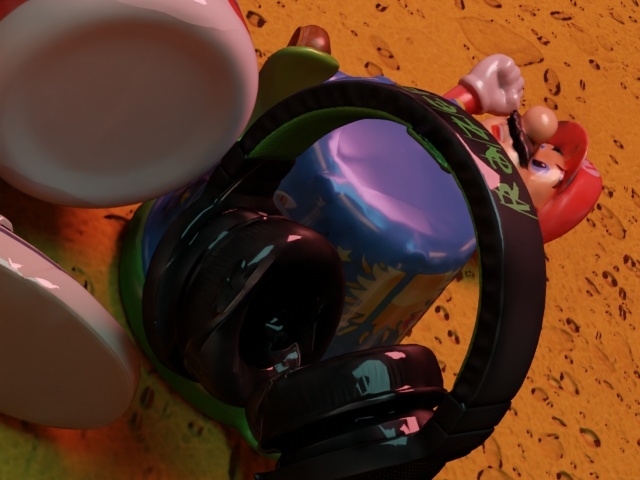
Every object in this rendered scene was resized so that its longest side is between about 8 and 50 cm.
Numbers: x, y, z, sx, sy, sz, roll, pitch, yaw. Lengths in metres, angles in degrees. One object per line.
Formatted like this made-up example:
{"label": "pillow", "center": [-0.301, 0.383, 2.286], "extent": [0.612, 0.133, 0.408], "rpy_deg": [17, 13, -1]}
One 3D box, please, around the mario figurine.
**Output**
{"label": "mario figurine", "center": [0.121, -0.106, 1.416], "extent": [0.320, 0.170, 0.198], "rpy_deg": [19, 76, -20]}

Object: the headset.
{"label": "headset", "center": [-0.032, 0.081, 0.974], "extent": [0.185, 0.394, 0.243], "rpy_deg": [0, 41, -49]}

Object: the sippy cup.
{"label": "sippy cup", "center": [0.000, 0.000, 1.193], "extent": [0.240, 0.224, 0.305], "rpy_deg": [-27, 78, -48]}

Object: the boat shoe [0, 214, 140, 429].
{"label": "boat shoe", "center": [-0.256, -0.017, 1.065], "extent": [0.340, 0.127, 0.158], "rpy_deg": [36, 33, -16]}

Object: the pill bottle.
{"label": "pill bottle", "center": [-0.186, -0.217, 1.199], "extent": [0.210, 0.210, 0.363], "rpy_deg": [13, 40, -33]}
